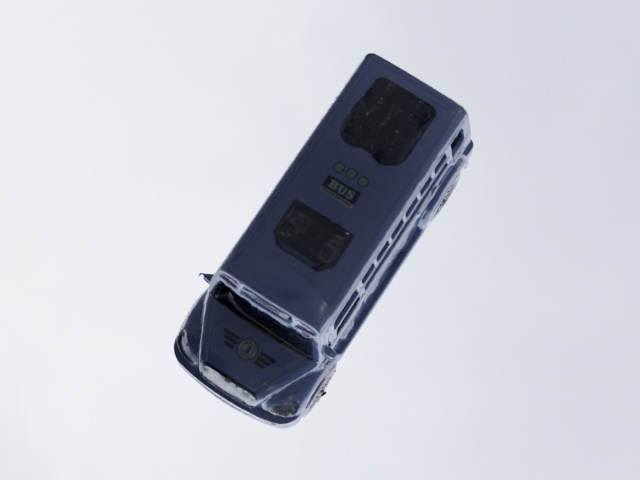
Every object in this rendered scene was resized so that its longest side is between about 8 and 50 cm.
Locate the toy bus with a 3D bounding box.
[{"bbox_3d":[0.000,0.000,0.861,0.073,0.076,0.167,31,-102,8],"label":"toy bus"}]
